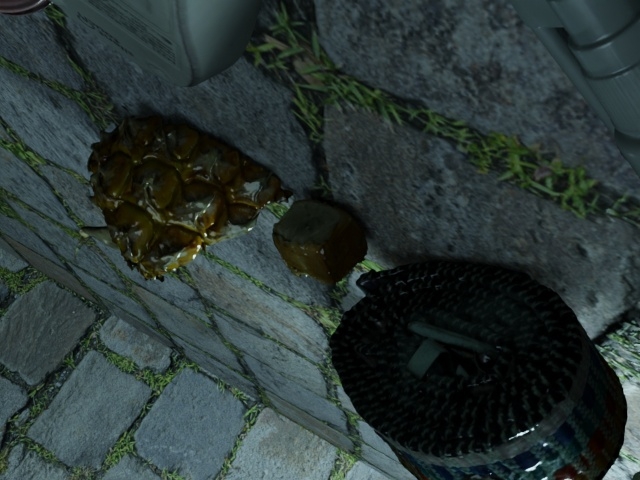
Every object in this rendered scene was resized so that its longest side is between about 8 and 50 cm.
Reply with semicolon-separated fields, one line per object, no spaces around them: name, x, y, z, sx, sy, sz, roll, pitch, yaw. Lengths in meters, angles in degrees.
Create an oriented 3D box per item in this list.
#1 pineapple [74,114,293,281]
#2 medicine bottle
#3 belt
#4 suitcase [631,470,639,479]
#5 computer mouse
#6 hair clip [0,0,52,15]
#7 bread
pineapple;-0.216;-0.052;0.871;0.334;0.158;0.161;12;151;46
medicine bottle;0.187;-0.063;0.407;0.220;0.061;0.092;44;176;-26
belt;0.143;0.143;0.722;0.295;0.207;0.160;7;146;53
suitcase;0.437;0.263;0.596;0.351;0.194;0.339;30;166;11
computer mouse;-0.110;-0.201;0.437;0.184;0.121;0.297;32;174;-3
hair clip;-0.278;-0.250;0.591;0.138;0.123;0.102;35;-171;7
bread;0.001;-0.002;0.798;0.083;0.077;0.070;18;144;36
